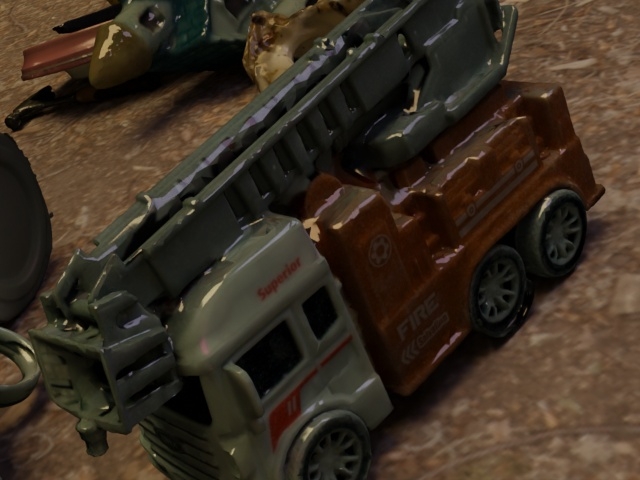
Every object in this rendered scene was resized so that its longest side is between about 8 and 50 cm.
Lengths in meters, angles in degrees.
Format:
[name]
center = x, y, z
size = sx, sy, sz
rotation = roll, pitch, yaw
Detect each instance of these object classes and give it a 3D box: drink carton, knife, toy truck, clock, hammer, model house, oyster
[drink carton]
center = -0.337, 0.000, 0.770
size = 0.189, 0.191, 0.185
rotation = -5, 32, 16
[knife]
center = -0.286, -0.274, 1.219
size = 0.031, 0.018, 0.121
rotation = -9, 19, 37
[toy truck]
center = 0.000, 0.000, 0.531
size = 0.338, 0.184, 0.133
rotation = -40, 33, -29
[clock]
center = -0.246, -0.239, 1.186
size = 0.244, 0.056, 0.244
rotation = -18, 14, 5
[hammer]
center = -0.278, -0.174, 1.161
size = 0.200, 0.021, 0.078
rotation = -9, 33, 22
[model house]
center = -0.124, -0.275, 1.008
size = 0.194, 0.267, 0.325
rotation = -8, 43, 48
[oyster]
center = 0.010, -0.127, 0.850
size = 0.166, 0.094, 0.294
rotation = -30, 38, 19

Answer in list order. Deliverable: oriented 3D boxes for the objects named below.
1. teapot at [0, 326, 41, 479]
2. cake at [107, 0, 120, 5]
[teapot]
center = -0.252, 0.115, 0.580
size = 0.158, 0.159, 0.232
rotation = -10, 22, 20
[cake]
center = -0.209, -0.431, 1.408
size = 0.260, 0.156, 0.179
rotation = -24, 23, 1
